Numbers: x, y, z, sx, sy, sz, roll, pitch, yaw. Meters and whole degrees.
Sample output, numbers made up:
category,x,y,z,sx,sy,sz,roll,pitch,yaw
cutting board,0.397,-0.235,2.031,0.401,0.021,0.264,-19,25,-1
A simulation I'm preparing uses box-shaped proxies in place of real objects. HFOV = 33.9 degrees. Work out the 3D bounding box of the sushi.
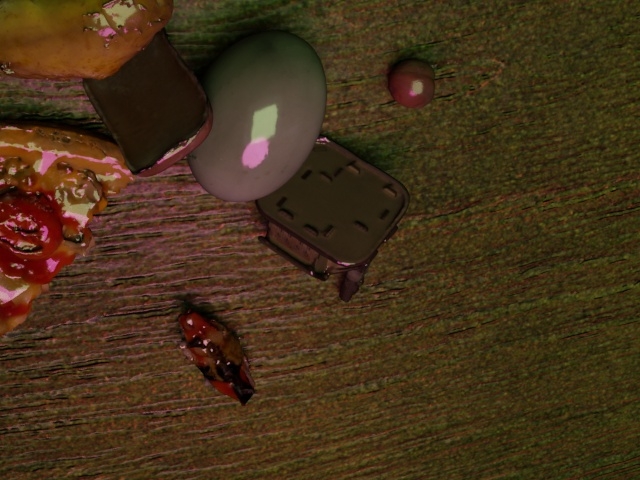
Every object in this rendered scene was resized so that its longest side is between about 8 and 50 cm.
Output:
category,x,y,z,sx,sy,sz,roll,pitch,yaw
sushi,-0.188,0.196,1.864,0.103,0.097,0.226,-2,134,33

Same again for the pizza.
category,x,y,z,sx,sy,sz,roll,pitch,yaw
pizza,-0.503,0.006,1.657,0.439,0.130,0.406,-1,115,-16

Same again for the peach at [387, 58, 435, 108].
category,x,y,z,sx,sy,sz,roll,pitch,yaw
peach,0.151,-0.258,1.732,0.083,0.083,0.083,-7,119,-13

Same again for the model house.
category,x,y,z,sx,sy,sz,roll,pitch,yaw
model house,0.000,0.000,1.812,0.205,0.218,0.279,-48,166,-32

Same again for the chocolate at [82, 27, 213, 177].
category,x,y,z,sx,sy,sz,roll,pitch,yaw
chocolate,-0.248,-0.208,1.566,0.161,0.261,0.083,-33,150,6

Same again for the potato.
category,x,y,z,sx,sy,sz,roll,pitch,yaw
potato,-0.351,-0.305,1.500,0.300,0.140,0.173,-12,157,8

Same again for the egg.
category,x,y,z,sx,sy,sz,roll,pitch,yaw
egg,-0.101,-0.190,1.623,0.202,0.203,0.283,24,107,-26
